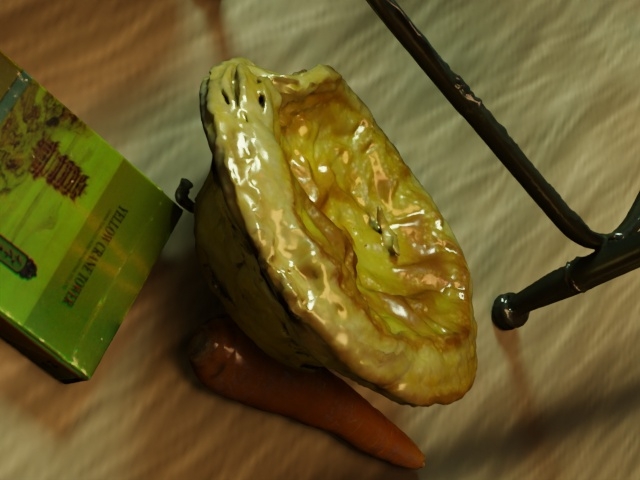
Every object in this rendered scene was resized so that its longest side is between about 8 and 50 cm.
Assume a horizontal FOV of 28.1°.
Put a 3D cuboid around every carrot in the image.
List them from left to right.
[{"bbox_3d":[0.000,0.101,0.792,0.216,0.048,0.048,33,60,-38],"label":"carrot"}]

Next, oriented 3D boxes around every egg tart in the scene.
[{"bbox_3d":[0.000,0.000,0.739,0.241,0.106,0.241,43,28,-29],"label":"egg tart"}]

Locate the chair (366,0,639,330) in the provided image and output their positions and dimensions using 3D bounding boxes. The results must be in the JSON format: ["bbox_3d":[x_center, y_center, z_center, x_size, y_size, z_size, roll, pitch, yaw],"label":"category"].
[{"bbox_3d":[0.236,-0.197,0.790,0.362,0.410,0.364,47,61,-24],"label":"chair"}]

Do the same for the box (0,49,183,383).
[{"bbox_3d":[-0.171,-0.028,0.674,0.193,0.030,0.121,43,56,-27],"label":"box"}]
